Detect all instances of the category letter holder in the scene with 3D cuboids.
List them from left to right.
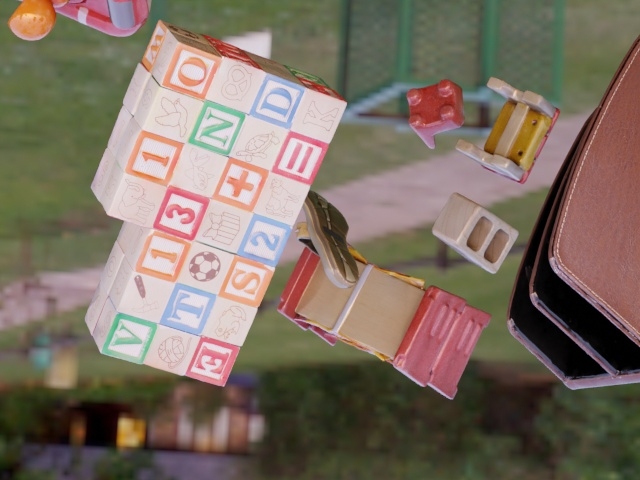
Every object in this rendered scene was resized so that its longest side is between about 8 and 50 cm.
[{"bbox_3d":[0.294,-0.035,1.940,0.214,0.301,0.152,41,150,-26],"label":"letter holder"}]

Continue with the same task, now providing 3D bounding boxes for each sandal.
[{"bbox_3d":[0.000,0.000,2.237,0.049,0.180,0.072,-41,126,19],"label":"sandal"}]

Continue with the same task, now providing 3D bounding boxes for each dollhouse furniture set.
[{"bbox_3d":[0.134,-0.020,2.314,0.201,0.374,0.152,26,177,34],"label":"dollhouse furniture set"}]

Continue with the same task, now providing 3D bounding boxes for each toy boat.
[{"bbox_3d":[-0.329,-0.306,2.321,0.231,0.151,0.151,24,150,17],"label":"toy boat"}]

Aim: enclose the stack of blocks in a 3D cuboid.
[{"bbox_3d":[-0.119,-0.032,1.755,0.171,0.297,0.087,18,-166,-22],"label":"stack of blocks"}]
